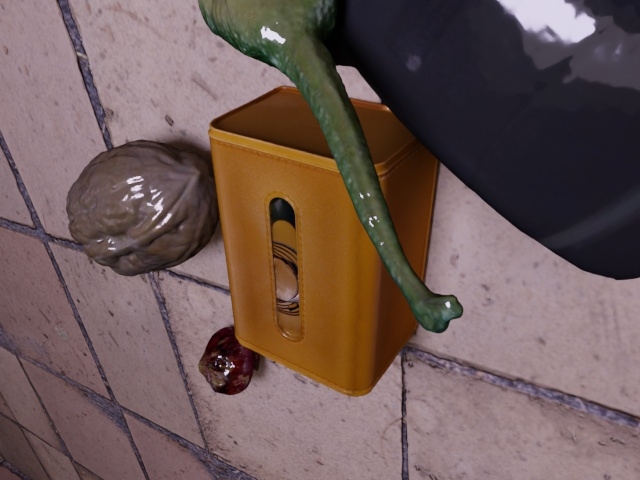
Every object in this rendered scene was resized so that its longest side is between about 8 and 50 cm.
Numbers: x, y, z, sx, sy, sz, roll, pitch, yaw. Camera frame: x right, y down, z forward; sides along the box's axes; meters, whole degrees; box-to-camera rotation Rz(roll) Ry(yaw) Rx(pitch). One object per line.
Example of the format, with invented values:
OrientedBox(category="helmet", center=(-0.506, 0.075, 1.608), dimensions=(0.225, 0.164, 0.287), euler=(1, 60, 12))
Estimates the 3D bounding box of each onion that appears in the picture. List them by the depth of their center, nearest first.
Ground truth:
OrientedBox(category="onion", center=(-0.143, 0.193, 0.838), dimensions=(0.107, 0.097, 0.107), euler=(-18, 69, 59))

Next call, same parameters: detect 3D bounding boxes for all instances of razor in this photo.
OrientedBox(category="razor", center=(0.149, -0.128, 0.381), dimensions=(0.349, 0.113, 0.204), euler=(41, 139, 7))

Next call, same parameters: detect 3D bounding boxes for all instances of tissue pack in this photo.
OrientedBox(category="tissue pack", center=(0.000, 0.000, 0.562), dimensions=(0.194, 0.145, 0.274), euler=(19, 128, 28))

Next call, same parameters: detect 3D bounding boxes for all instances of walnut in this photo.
OrientedBox(category="walnut", center=(-0.222, -0.044, 0.687), dimensions=(0.230, 0.178, 0.178), euler=(-22, 104, 39))

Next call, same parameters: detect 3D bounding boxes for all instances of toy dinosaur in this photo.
OrientedBox(category="toy dinosaur", center=(-0.034, -0.142, 0.437), dimensions=(0.447, 0.087, 0.300), euler=(35, 141, 59))
